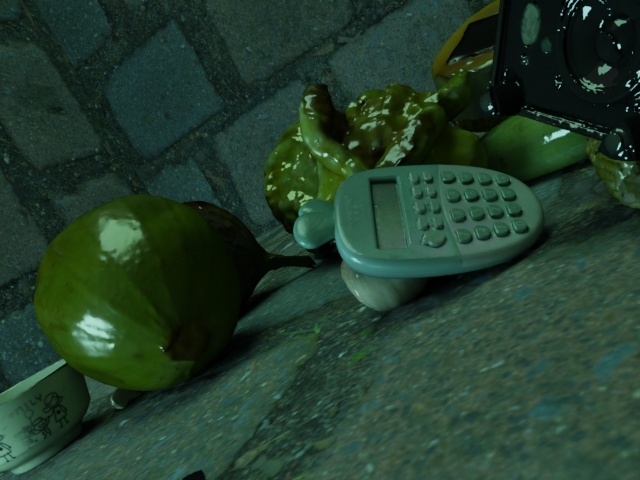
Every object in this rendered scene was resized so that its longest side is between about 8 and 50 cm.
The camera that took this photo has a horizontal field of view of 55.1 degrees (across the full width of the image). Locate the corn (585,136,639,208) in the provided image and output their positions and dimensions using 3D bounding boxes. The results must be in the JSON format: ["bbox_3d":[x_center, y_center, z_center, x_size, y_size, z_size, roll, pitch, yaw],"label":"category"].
[{"bbox_3d":[0.349,-0.101,0.698,0.086,0.086,0.288,-26,9,26],"label":"corn"}]

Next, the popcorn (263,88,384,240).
[{"bbox_3d":[0.036,-0.145,1.308,0.334,0.292,0.293,-16,9,8],"label":"popcorn"}]

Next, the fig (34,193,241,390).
[{"bbox_3d":[-0.277,0.093,1.003,0.343,0.343,0.343,-29,7,4],"label":"fig"}]

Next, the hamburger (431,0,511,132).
[{"bbox_3d":[0.352,-0.322,1.143,0.276,0.179,0.294,-6,45,49],"label":"hamburger"}]

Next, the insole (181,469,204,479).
[{"bbox_3d":[-0.113,0.232,0.506,0.064,0.004,0.188,-31,7,-12],"label":"insole"}]

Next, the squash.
[{"bbox_3d":[0.338,-0.155,1.019,0.118,0.118,0.370,-35,5,-38],"label":"squash"}]

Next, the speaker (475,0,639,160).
[{"bbox_3d":[0.318,-0.193,0.578,0.254,0.184,0.232,-12,27,-22],"label":"speaker"}]

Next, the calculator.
[{"bbox_3d":[0.115,-0.026,0.738,0.295,0.042,0.184,-4,43,3],"label":"calculator"}]

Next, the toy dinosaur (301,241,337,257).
[{"bbox_3d":[0.014,-0.010,1.479,0.120,0.079,0.292,-36,20,-7],"label":"toy dinosaur"}]

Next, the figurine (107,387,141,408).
[{"bbox_3d":[-0.345,0.268,1.085,0.050,0.047,0.083,-44,3,43],"label":"figurine"}]

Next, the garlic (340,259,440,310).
[{"bbox_3d":[0.106,0.023,0.776,0.174,0.099,0.124,-30,24,-13],"label":"garlic"}]

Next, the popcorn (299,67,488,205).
[{"bbox_3d":[0.118,-0.126,1.026,0.321,0.290,0.326,-15,23,-27],"label":"popcorn"}]

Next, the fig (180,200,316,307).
[{"bbox_3d":[-0.194,0.061,1.356,0.369,0.286,0.286,6,5,-4],"label":"fig"}]

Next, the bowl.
[{"bbox_3d":[-0.493,0.306,1.044,0.238,0.126,0.238,-30,7,4],"label":"bowl"}]
